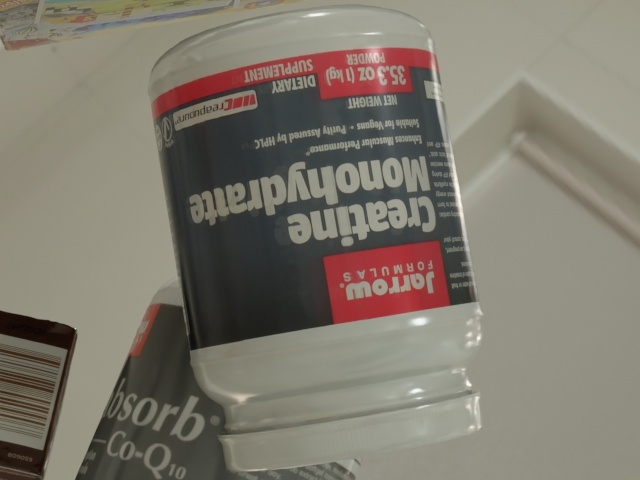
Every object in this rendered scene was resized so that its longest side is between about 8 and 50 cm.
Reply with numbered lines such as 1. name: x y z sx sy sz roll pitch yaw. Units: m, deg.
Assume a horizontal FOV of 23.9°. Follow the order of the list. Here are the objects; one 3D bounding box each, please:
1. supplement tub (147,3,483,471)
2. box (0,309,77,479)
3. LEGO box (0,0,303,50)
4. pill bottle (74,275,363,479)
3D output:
1. supplement tub: 0.000 0.000 0.974 0.191 0.191 0.272 141 -60 -82
2. box: -0.324 0.180 1.338 0.167 0.168 0.203 13 -45 -9
3. LEGO box: -0.081 -0.341 1.413 0.372 0.500 0.193 152 -73 -83
4. pill bottle: -0.068 0.152 1.213 0.210 0.362 0.210 20 -15 5
